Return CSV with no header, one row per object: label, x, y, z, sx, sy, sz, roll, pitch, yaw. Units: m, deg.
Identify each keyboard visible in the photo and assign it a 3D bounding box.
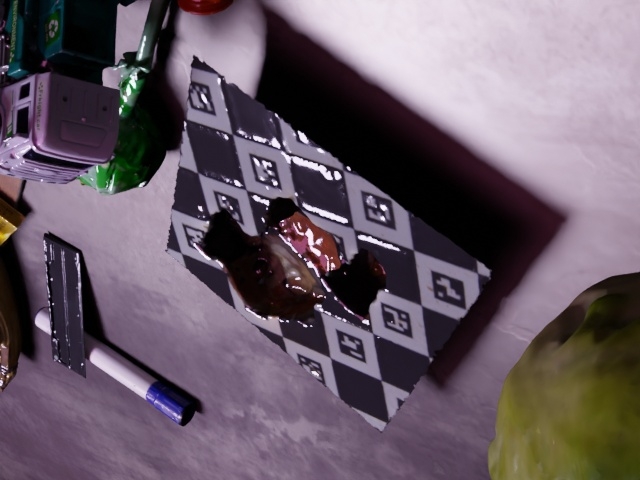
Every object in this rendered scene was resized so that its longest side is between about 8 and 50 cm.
keyboard,-0.318,0.084,1.467,0.063,0.010,0.198,25,129,27

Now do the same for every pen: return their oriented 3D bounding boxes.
pen,-0.265,0.156,1.494,0.269,0.033,0.033,28,142,27

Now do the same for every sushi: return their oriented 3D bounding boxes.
sushi,0.000,0.000,1.014,0.294,0.059,0.292,39,146,13

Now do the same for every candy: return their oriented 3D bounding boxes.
candy,-0.160,-0.159,1.035,0.097,0.097,0.323,40,138,11

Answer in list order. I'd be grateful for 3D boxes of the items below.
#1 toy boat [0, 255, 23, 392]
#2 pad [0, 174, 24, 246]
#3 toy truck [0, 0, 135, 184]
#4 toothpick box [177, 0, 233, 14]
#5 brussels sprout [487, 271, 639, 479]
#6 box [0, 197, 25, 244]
toy boat,-0.463,0.106,1.571,0.089,0.121,0.321,15,142,9
pad,-0.483,-0.123,1.407,0.284,0.018,0.286,32,146,-4
toy truck,-0.213,-0.161,0.964,0.116,0.110,0.216,-11,74,47
toothpick box,-0.092,-0.218,0.910,0.047,0.047,0.083,27,142,29
brussels sprout,0.285,0.156,0.677,0.371,0.276,0.315,41,160,23
box,-0.438,-0.056,1.428,0.156,0.022,0.089,40,145,-16
